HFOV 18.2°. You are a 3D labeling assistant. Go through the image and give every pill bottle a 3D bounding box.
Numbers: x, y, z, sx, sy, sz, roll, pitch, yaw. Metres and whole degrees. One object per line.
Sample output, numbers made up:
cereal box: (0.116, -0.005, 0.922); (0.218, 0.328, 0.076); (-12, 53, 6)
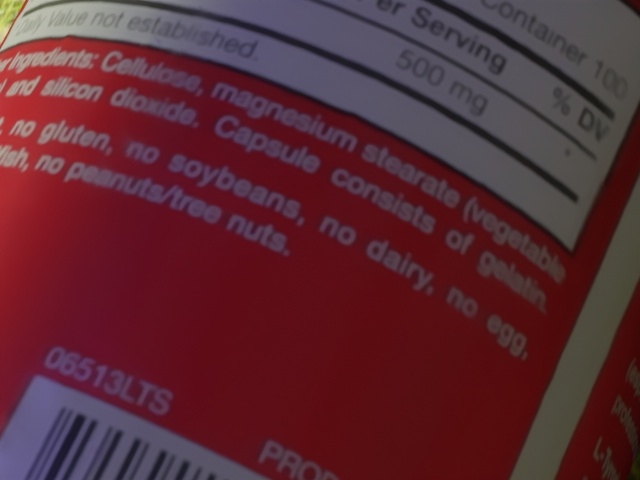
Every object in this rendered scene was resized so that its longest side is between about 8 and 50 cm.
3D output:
pill bottle: (0.000, 0.000, 0.614); (0.229, 0.229, 0.408); (5, 62, 46)
